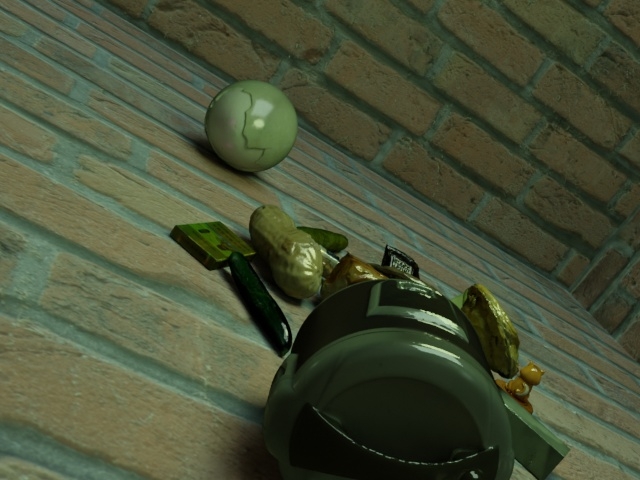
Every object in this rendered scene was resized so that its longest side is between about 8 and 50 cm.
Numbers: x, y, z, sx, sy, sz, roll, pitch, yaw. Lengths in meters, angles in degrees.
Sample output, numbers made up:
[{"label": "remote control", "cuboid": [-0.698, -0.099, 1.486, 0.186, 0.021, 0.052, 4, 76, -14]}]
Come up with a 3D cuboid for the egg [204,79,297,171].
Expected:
[{"label": "egg", "cuboid": [-0.211, -0.344, 2.187, 0.278, 0.278, 0.336, 35, 12, 2]}]

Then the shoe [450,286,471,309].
[{"label": "shoe", "cuboid": [0.403, 0.246, 1.994, 0.140, 0.128, 0.262, 38, 43, -18]}]

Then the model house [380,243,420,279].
[{"label": "model house", "cuboid": [0.241, 0.110, 2.097, 0.165, 0.106, 0.152, 28, 15, -9]}]

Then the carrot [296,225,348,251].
[{"label": "carrot", "cuboid": [0.000, 0.000, 1.996, 0.074, 0.074, 0.358, 41, 15, 19]}]

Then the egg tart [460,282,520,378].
[{"label": "egg tart", "cuboid": [0.381, 0.220, 1.703, 0.241, 0.106, 0.241, 162, -90, -84]}]

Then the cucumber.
[{"label": "cucumber", "cuboid": [-0.118, 0.118, 1.432, 0.056, 0.056, 0.284, 19, 26, -44]}]

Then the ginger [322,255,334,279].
[{"label": "ginger", "cuboid": [-0.006, 0.062, 1.795, 0.288, 0.075, 0.089, 30, -6, 1]}]

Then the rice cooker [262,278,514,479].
[{"label": "rice cooker", "cuboid": [0.095, 0.235, 1.037, 0.335, 0.335, 0.325, 33, 16, -6]}]

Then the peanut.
[{"label": "peanut", "cuboid": [-0.081, 0.017, 1.662, 0.130, 0.130, 0.290, 19, 23, -44]}]

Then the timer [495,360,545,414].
[{"label": "timer", "cuboid": [0.483, 0.362, 1.766, 0.132, 0.152, 0.132, 32, 16, -10]}]

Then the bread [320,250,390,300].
[{"label": "bread", "cuboid": [0.159, 0.175, 1.668, 0.344, 0.149, 0.195, 32, 3, -7]}]

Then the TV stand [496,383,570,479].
[{"label": "TV stand", "cuboid": [0.424, 0.411, 1.639, 0.269, 0.083, 0.088, 41, 15, 24]}]

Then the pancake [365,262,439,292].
[{"label": "pancake", "cuboid": [0.214, 0.136, 1.830, 0.286, 0.033, 0.288, 20, -18, 25]}]

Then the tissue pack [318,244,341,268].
[{"label": "tissue pack", "cuboid": [0.015, 0.059, 1.863, 0.083, 0.062, 0.042, 30, 20, -14]}]

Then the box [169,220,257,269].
[{"label": "box", "cuboid": [-0.227, 0.008, 1.573, 0.121, 0.030, 0.193, 39, 16, 14]}]
